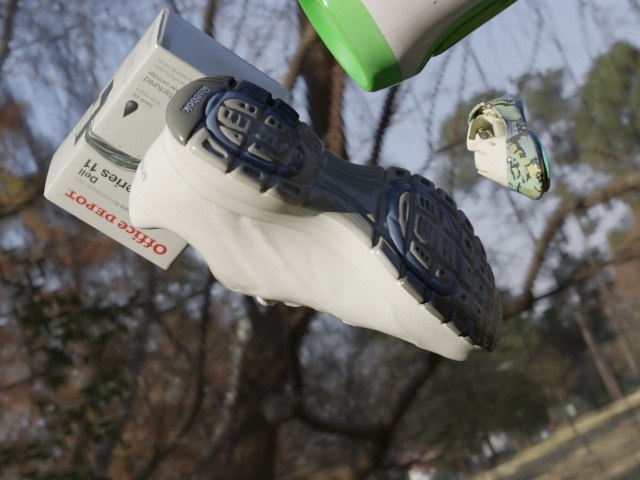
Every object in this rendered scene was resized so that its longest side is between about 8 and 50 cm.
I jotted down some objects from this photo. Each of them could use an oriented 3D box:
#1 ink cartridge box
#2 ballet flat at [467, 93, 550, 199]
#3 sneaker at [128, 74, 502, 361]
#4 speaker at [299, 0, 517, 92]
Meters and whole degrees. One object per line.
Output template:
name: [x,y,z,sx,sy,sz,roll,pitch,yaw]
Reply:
ink cartridge box: [-0.150,-0.094,1.526,0.208,0.153,0.087,-49,20,27]
ballet flat: [0.171,-0.084,1.471,0.070,0.070,0.188,-24,20,8]
sneaker: [0.000,0.000,1.114,0.129,0.297,0.111,-44,20,41]
speaker: [0.128,-0.238,1.178,0.296,0.131,0.131,-35,-10,-3]
